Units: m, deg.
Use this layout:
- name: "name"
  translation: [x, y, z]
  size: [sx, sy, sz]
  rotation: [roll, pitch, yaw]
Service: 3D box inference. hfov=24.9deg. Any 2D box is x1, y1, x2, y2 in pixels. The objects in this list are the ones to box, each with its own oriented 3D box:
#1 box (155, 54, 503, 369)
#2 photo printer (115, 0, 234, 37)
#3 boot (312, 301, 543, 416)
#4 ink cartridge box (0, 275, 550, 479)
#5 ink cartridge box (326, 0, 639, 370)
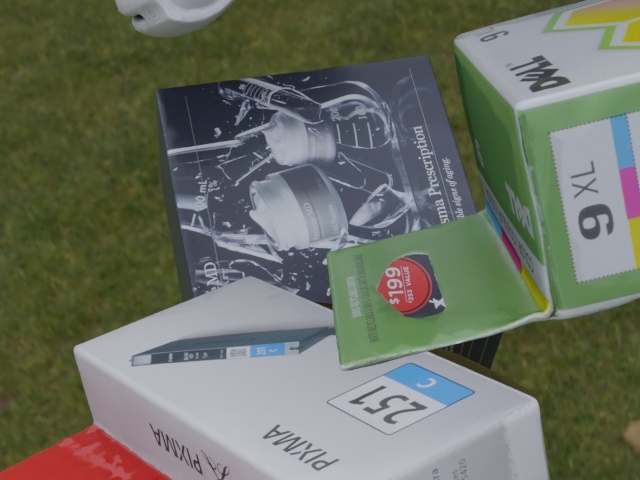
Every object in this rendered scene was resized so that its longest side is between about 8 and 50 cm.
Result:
- name: "box"
  translation: [0.000, 0.000, 1.565]
  size: [0.312, 0.179, 0.343]
  rotation: [-9, 59, -9]
- name: "photo printer"
  translation: [-0.094, -0.341, 1.548]
  size: [0.307, 0.107, 0.256]
  rotation: [-45, 17, -3]
- name: "boot"
  translation: [0.039, 0.146, 1.038]
  size: [0.213, 0.077, 0.165]
  rotation: [25, 106, 27]
- name: "ink cartridge box"
  translation: [-0.066, 0.123, 0.808]
  size: [0.261, 0.066, 0.296]
  rotation: [-23, 23, -28]
- name: "ink cartridge box"
  translation: [0.097, -0.033, 0.406]
  size: [0.209, 0.062, 0.109]
  rotation: [-15, 17, 2]
